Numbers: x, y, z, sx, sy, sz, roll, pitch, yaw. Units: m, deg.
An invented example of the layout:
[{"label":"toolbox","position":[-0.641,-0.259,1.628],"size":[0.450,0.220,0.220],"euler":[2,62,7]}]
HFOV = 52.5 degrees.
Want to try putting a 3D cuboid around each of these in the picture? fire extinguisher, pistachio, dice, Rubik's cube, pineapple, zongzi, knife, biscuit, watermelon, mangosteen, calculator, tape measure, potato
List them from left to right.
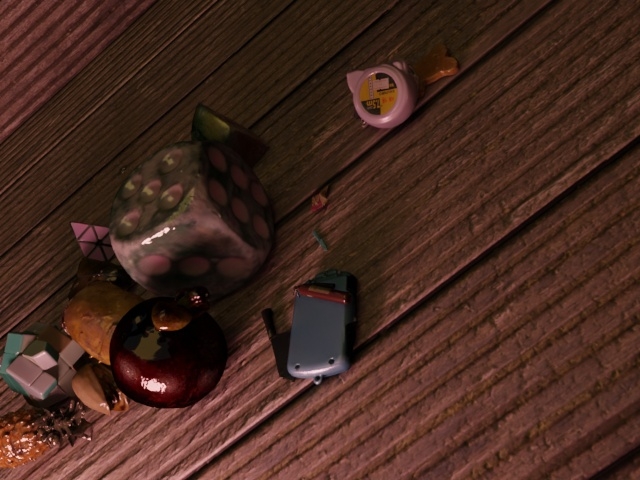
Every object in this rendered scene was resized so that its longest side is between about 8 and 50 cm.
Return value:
[{"label":"Rubik's cube","position":[-0.810,0.353,1.908],"size":[0.213,0.265,0.224],"euler":[1,35,40]},{"label":"pineapple","position":[-0.774,0.525,1.825],"size":[0.341,0.169,0.169],"euler":[-24,47,16]},{"label":"Rubik's cube","position":[-0.790,0.031,2.225],"size":[0.211,0.191,0.178],"euler":[-4,75,42]},{"label":"zongzi","position":[-0.719,0.180,2.075],"size":[0.221,0.112,0.242],"euler":[7,72,41]},{"label":"pistachio","position":[-0.606,0.414,1.798],"size":[0.130,0.131,0.206],"euler":[-20,34,-36]},{"label":"potato","position":[-0.562,0.249,1.824],"size":[0.266,0.229,0.229],"euler":[9,66,40]},{"label":"mangosteen","position":[-0.376,0.263,1.593],"size":[0.297,0.293,0.297],"euler":[-3,49,3]},{"label":"dice","position":[-0.344,-0.052,1.781],"size":[0.348,0.328,0.330],"euler":[-30,46,18]},{"label":"watermelon","position":[-0.299,-0.296,2.093],"size":[0.213,0.201,0.261],"euler":[36,128,46]},{"label":"knife","position":[-0.096,0.253,1.584],"size":[0.060,0.028,0.230],"euler":[-26,47,4]},{"label":"knife","position":[0.000,0.000,1.707],"size":[0.014,0.005,0.091],"euler":[-41,43,8]},{"label":"fire extinguisher","position":[0.002,0.116,1.522],"size":[0.173,0.035,0.048],"euler":[8,68,38]},{"label":"calculator","position":[0.008,0.197,1.519],"size":[0.173,0.051,0.292],"euler":[-15,51,28]},{"label":"tape measure","position":[0.174,-0.394,1.767],"size":[0.196,0.105,0.178],"euler":[-1,94,31]},{"label":"biscuit","position":[0.268,-0.458,1.819],"size":[0.234,0.030,0.153],"euler":[-32,44,16]}]

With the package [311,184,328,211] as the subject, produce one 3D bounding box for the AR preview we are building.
[{"label":"package","position":[-0.001,-0.119,1.781],"size":[0.059,0.029,0.083],"euler":[-30,34,28]}]
